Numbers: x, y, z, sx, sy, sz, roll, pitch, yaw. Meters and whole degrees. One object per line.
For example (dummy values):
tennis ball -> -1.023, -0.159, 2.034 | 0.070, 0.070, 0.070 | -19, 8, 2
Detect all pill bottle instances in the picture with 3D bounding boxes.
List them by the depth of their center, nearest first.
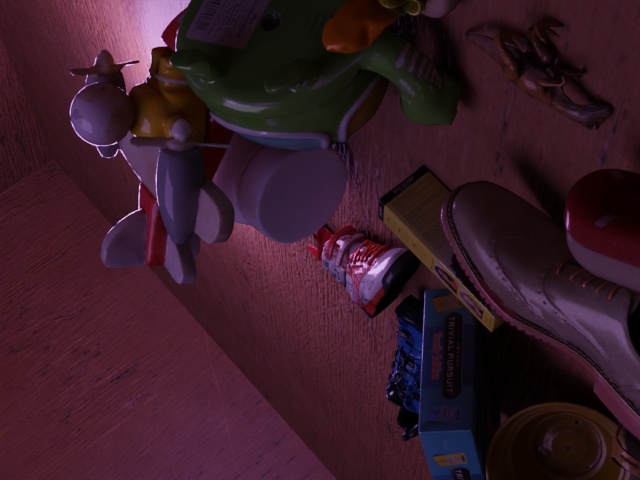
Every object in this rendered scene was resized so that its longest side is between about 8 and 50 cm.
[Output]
pill bottle -> -0.132, -0.151, 1.912 | 0.361, 0.204, 0.204 | 38, 157, 40

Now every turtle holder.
turtle holder -> -0.004, -0.228, 1.444 | 0.227, 0.320, 0.243 | 55, -154, -58

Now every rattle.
rattle -> 0.077, -0.281, 1.226 | 0.200, 0.143, 0.130 | 178, 75, -77

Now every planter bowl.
planter bowl -> 0.348, 0.311, 1.680 | 0.217, 0.217, 0.090 | 55, -156, -5

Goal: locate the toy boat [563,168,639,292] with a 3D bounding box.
toy boat -> 0.331, -0.032, 1.091 | 0.231, 0.151, 0.151 | 25, 118, 56

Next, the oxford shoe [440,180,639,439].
oxford shoe -> 0.306, 0.056, 1.322 | 0.397, 0.140, 0.146 | 42, 151, 11

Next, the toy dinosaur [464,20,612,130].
toy dinosaur -> 0.201, -0.181, 1.212 | 0.211, 0.064, 0.112 | 44, 162, 29

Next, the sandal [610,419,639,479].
sandal -> 0.411, 0.292, 1.563 | 0.072, 0.049, 0.180 | -141, 34, -75

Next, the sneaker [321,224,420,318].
sneaker -> 0.072, 0.034, 1.937 | 0.145, 0.090, 0.270 | 48, 165, 9

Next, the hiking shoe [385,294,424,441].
hiking shoe -> 0.168, 0.223, 1.983 | 0.113, 0.132, 0.304 | 36, 156, 44

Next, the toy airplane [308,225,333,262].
toy airplane -> 0.000, 0.000, 2.166 | 0.151, 0.028, 0.151 | 49, 163, 21

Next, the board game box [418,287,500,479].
board game box -> 0.218, 0.274, 1.794 | 0.336, 0.079, 0.253 | 71, -161, -46

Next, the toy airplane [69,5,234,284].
toy airplane -> -0.237, -0.131, 1.675 | 0.386, 0.273, 0.384 | -26, 57, 46

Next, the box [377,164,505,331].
box -> 0.184, 0.009, 1.602 | 0.232, 0.087, 0.058 | 45, 164, 20
